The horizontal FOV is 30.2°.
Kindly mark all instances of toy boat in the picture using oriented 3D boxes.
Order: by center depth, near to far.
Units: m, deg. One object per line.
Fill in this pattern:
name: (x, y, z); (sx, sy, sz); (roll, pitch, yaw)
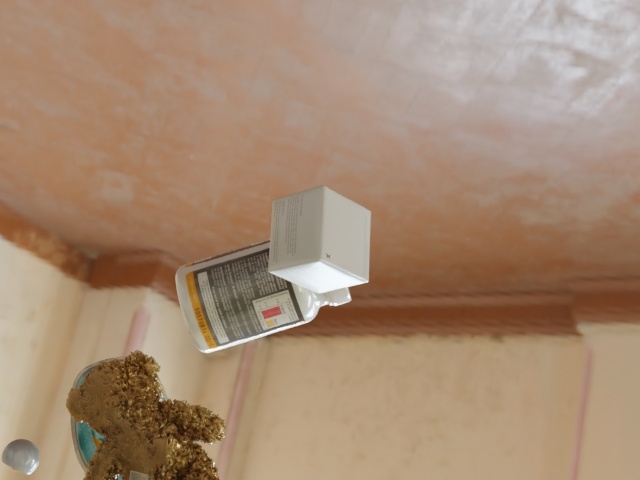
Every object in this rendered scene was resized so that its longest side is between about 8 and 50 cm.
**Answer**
toy boat: (-0.426, 0.365, 2.190); (0.318, 0.268, 0.148); (-15, 175, -14)

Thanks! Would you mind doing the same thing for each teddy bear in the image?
teddy bear: (-0.254, 0.339, 1.852); (0.338, 0.245, 0.113); (35, -172, 24)

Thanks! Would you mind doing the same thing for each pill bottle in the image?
pill bottle: (-0.097, 0.082, 2.045); (0.278, 0.162, 0.162); (-17, 156, 2)

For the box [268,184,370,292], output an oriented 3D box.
box: (0.000, 0.000, 1.486); (0.087, 0.101, 0.102); (-15, 153, 38)
